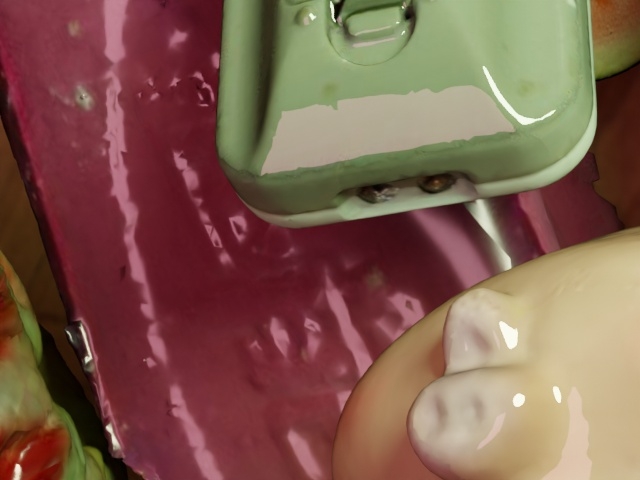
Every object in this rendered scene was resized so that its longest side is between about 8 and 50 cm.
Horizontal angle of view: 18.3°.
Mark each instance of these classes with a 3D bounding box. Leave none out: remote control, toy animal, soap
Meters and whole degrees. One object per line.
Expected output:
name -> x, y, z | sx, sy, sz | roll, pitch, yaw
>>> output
remote control -> 0.027, -0.161, 0.722 | 0.128, 0.065, 0.335 | -10, 56, 18
toy animal -> 0.147, 0.092, 0.625 | 0.237, 0.326, 0.269 | -17, 56, 42
soap -> 0.000, 0.000, 0.814 | 0.220, 0.127, 0.325 | -23, 84, 30

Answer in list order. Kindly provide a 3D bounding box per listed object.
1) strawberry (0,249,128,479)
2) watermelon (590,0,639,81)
strawberry -> -0.253, 0.122, 0.815 | 0.343, 0.292, 0.292 | -28, 79, -6
watermelon -> 0.109, -0.137, 0.776 | 0.069, 0.087, 0.163 | 19, 93, 58
